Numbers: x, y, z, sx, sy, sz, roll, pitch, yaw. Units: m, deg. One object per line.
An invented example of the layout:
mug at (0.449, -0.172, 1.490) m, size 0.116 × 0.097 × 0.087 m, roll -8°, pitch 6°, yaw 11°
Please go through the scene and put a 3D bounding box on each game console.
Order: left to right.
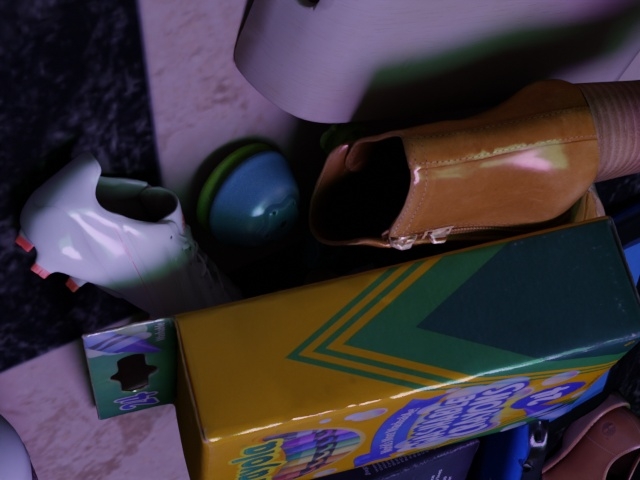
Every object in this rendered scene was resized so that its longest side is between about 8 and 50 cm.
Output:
game console at (0.210, 0.143, 1.223) m, size 0.173 × 0.250 × 0.293 m, roll -1°, pitch 137°, yaw -4°

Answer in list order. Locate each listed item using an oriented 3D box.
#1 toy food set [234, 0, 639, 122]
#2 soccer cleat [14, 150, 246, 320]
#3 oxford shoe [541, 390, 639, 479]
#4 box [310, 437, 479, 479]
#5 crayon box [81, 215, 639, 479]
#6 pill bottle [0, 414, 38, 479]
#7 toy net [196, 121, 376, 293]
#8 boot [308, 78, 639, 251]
toy food set at (0.115, -0.182, 0.853) m, size 0.306 × 0.092 × 0.220 m, roll -10°, pitch 148°, yaw -32°
soccer cleat at (-0.097, 0.009, 0.889) m, size 0.076 × 0.068 × 0.196 m, roll -49°, pitch 141°, yaw 10°
oxford shoe at (0.255, 0.250, 1.456) m, size 0.076 × 0.076 × 0.212 m, roll -6°, pitch 136°, yaw -39°
box at (0.026, 0.202, 1.186) m, size 0.158 × 0.093 × 0.156 m, roll -17°, pitch 140°, yaw -28°
crayon box at (0.021, 0.088, 0.930) m, size 0.323 × 0.083 × 0.203 m, roll -12°, pitch 161°, yaw -10°
pill bottle at (-0.231, 0.172, 0.905) m, size 0.121 × 0.121 × 0.221 m, roll -26°, pitch 143°, yaw -16°
toy net at (0.000, 0.000, 0.986) m, size 0.122 × 0.045 × 0.232 m, roll -46°, pitch 149°, yaw -13°
boot at (0.090, -0.026, 0.949) m, size 0.211 × 0.104 × 0.295 m, roll -10°, pitch 164°, yaw -17°
